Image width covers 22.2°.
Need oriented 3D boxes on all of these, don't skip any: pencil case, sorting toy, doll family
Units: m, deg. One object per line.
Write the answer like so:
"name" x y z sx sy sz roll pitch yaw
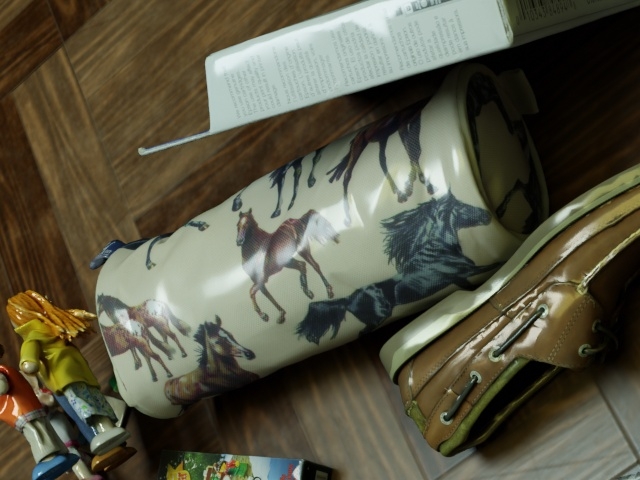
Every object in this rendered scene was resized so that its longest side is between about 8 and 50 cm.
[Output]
"pencil case" 0.000 0.000 1.358 0.410 0.160 0.183 -26 39 27
"sorting toy" -0.209 0.162 1.551 0.062 0.012 0.083 11 81 39
"doll family" -0.228 0.126 1.448 0.118 0.263 0.163 -33 77 -7

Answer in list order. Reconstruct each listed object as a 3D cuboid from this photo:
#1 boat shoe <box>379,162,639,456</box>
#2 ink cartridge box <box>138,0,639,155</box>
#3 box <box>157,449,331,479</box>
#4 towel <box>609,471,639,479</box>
"boat shoe" 0.187 0.054 1.245 0.307 0.111 0.104 -41 62 29
"ink cartridge box" 0.065 -0.161 1.272 0.330 0.324 0.071 -12 98 32
"box" -0.082 0.300 1.387 0.159 0.044 0.233 -2 73 35
"towel" 0.297 0.276 1.067 0.235 0.121 0.283 -21 63 30
